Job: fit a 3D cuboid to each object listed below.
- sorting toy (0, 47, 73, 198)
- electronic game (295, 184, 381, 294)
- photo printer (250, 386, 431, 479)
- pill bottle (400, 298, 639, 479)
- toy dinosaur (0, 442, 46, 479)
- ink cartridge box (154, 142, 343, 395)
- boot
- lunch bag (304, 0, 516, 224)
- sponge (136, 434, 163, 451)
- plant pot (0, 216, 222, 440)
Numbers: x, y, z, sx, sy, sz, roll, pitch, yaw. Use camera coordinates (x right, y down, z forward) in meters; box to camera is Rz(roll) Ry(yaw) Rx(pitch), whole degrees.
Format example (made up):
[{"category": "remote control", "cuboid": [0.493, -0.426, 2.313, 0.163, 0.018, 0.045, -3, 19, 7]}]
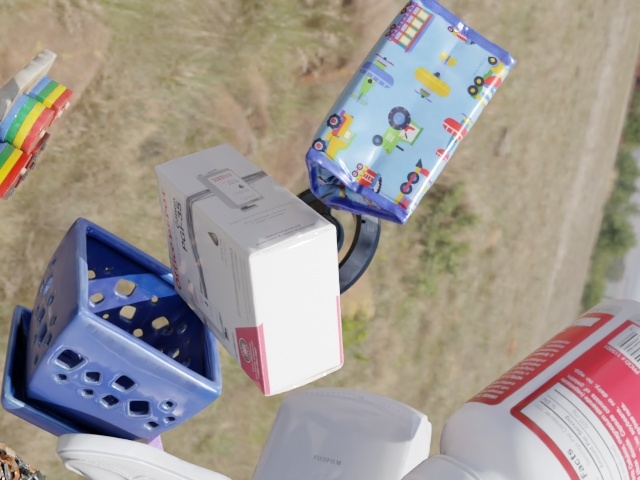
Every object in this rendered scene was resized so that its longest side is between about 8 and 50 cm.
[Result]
[{"category": "sorting toy", "cuboid": [-0.539, -0.179, 1.787, 0.257, 0.089, 0.255, -54, -168, 24]}, {"category": "electronic game", "cuboid": [0.000, 0.000, 1.668, 0.048, 0.229, 0.229, 35, 66, -46]}, {"category": "photo printer", "cuboid": [0.023, 0.370, 1.540, 0.307, 0.256, 0.107, -67, 151, -29]}, {"category": "pill bottle", "cuboid": [0.308, 0.266, 1.316, 0.408, 0.229, 0.229, -31, 140, -25]}, {"category": "toy dinosaur", "cuboid": [-0.540, 0.410, 1.724, 0.164, 0.218, 0.322, -37, -173, 1]}, {"category": "ink cartridge box", "cuboid": [-0.093, 0.028, 1.273, 0.117, 0.283, 0.207, -20, 124, -24]}, {"category": "boot", "cuboid": [-0.226, 0.335, 1.283, 0.258, 0.095, 0.123, 26, 57, -29]}, {"category": "lunch bag", "cuboid": [0.078, -0.142, 1.212, 0.221, 0.138, 0.293, -56, -174, -4]}, {"category": "sponge", "cuboid": [-0.328, 0.320, 1.798, 0.031, 0.117, 0.210, -36, 165, -20]}, {"category": "plant pot", "cuboid": [-0.296, 0.149, 1.377, 0.212, 0.236, 0.236, -45, -150, 17]}]
